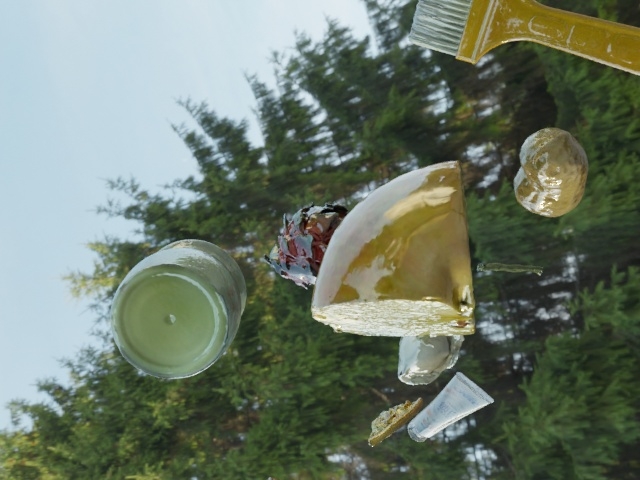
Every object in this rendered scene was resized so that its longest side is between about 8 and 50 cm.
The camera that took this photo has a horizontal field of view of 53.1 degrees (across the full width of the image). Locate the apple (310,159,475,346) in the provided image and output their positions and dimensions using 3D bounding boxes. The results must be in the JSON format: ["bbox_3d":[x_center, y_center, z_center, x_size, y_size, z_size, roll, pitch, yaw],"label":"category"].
[{"bbox_3d":[0.132,0.033,0.926,0.252,0.314,0.309,44,179,28],"label":"apple"}]

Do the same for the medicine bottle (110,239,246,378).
[{"bbox_3d":[-0.169,0.079,0.784,0.143,0.147,0.147,-92,-20,-79],"label":"medicine bottle"}]

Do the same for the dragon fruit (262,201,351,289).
[{"bbox_3d":[-0.005,0.008,1.310,0.182,0.189,0.182,27,-165,-8],"label":"dragon fruit"}]

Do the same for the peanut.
[{"bbox_3d":[0.340,-0.096,0.949,0.095,0.108,0.226,58,-175,24],"label":"peanut"}]

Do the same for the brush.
[{"bbox_3d":[0.219,-0.194,0.587,0.013,0.272,0.103,-46,-27,-54],"label":"brush"}]

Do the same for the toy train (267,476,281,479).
[{"bbox_3d":[-0.053,0.342,0.722,0.219,0.127,0.089,92,-168,-87],"label":"toy train"}]

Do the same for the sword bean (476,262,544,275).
[{"bbox_3d":[0.186,0.027,0.628,0.083,0.012,0.012,3,-111,-26],"label":"sword bean"}]

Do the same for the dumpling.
[{"bbox_3d":[0.240,0.236,1.398,0.127,0.188,0.108,19,-168,-18],"label":"dumpling"}]

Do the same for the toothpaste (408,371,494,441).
[{"bbox_3d":[0.303,0.411,1.551,0.100,0.323,0.066,40,-127,10],"label":"toothpaste"}]

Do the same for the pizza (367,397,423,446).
[{"bbox_3d":[0.114,0.308,1.102,0.123,0.108,0.026,-31,-91,-22],"label":"pizza"}]
